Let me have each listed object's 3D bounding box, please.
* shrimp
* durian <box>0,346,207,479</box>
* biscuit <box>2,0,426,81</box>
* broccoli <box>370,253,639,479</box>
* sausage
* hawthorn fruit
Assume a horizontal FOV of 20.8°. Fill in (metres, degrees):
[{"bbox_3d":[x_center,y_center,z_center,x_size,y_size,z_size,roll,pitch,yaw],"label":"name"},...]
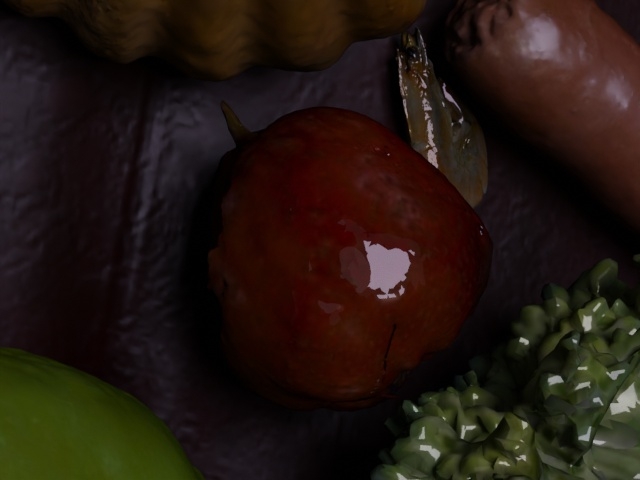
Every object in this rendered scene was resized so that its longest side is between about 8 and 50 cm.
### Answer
[{"bbox_3d":[0.070,-0.067,0.989,0.059,0.023,0.108,-8,86,-40],"label":"shrimp"},{"bbox_3d":[-0.184,0.156,0.724,0.339,0.204,0.256,-37,115,-37],"label":"durian"},{"bbox_3d":[-0.039,-0.229,0.836,0.325,0.107,0.326,-4,107,-14],"label":"biscuit"},{"bbox_3d":[0.209,0.156,0.901,0.338,0.317,0.277,57,43,-52],"label":"broccoli"},{"bbox_3d":[0.238,-0.010,1.032,0.419,0.094,0.094,40,56,-17],"label":"sausage"},{"bbox_3d":[0.000,0.000,0.873,0.148,0.148,0.172,-33,92,-29],"label":"hawthorn fruit"}]
